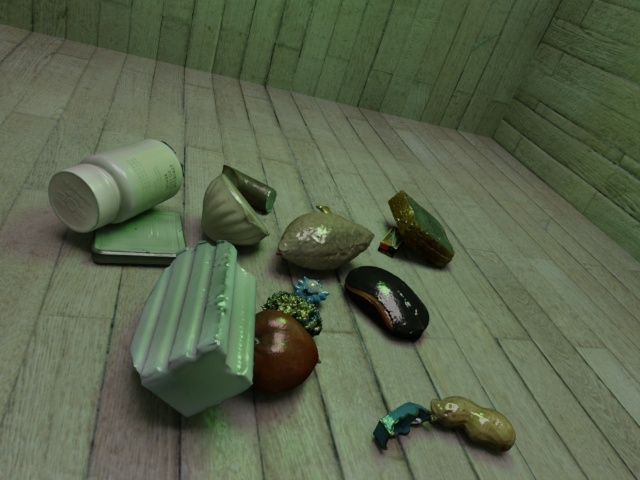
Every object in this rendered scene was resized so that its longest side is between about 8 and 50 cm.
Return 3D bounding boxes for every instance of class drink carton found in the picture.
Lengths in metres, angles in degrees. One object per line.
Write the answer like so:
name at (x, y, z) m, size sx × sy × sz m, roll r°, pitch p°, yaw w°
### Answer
drink carton at (0.293, 0.003, 1.996) m, size 0.071 × 0.056 × 0.165 m, roll 25°, pitch 31°, yaw 15°

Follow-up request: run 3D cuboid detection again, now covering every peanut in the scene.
peanut at (0.392, 0.466, 1.287) m, size 0.227 × 0.086 × 0.104 m, roll 24°, pitch 33°, yaw 10°

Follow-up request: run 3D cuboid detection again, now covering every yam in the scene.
yam at (-0.295, -0.207, 1.948) m, size 0.259 × 0.106 × 0.106 m, roll 26°, pitch 31°, yaw 13°

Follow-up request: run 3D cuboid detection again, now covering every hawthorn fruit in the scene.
hawthorn fruit at (-0.090, 0.283, 1.232) m, size 0.251 × 0.199 × 0.199 m, roll 23°, pitch 25°, yaw -33°

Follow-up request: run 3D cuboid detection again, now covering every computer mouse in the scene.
computer mouse at (0.215, 0.185, 1.608) m, size 0.183 × 0.116 × 0.323 m, roll -20°, pitch 49°, yaw -40°

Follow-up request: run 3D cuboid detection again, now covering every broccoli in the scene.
broccoli at (-0.083, 0.224, 1.382) m, size 0.154 × 0.167 × 0.160 m, roll -1°, pitch 52°, yaw 28°

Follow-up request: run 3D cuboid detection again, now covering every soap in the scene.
soap at (-0.289, 0.179, 1.176) m, size 0.156 × 0.261 × 0.446 m, roll 54°, pitch 15°, yaw -31°

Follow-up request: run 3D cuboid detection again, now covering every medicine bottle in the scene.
medicine bottle at (-0.612, -0.175, 1.528) m, size 0.213 × 0.214 × 0.378 m, roll 26°, pitch 29°, yaw 11°

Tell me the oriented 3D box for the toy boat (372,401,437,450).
toy boat at (0.211, 0.451, 1.216) m, size 0.185 × 0.075 × 0.077 m, roll -9°, pitch 38°, yaw -46°

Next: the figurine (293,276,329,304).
figurine at (-0.037, 0.161, 1.533) m, size 0.114 × 0.079 × 0.114 m, roll 19°, pitch 33°, yaw -13°

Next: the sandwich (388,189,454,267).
sandwich at (0.417, -0.044, 2.026) m, size 0.271 × 0.099 × 0.301 m, roll 32°, pitch 25°, yaw -21°

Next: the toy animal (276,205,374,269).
toy animal at (-0.006, 0.000, 1.703) m, size 0.358 × 0.188 × 0.226 m, roll -7°, pitch 29°, yaw -36°

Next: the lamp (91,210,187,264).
lamp at (-0.562, -0.017, 1.548) m, size 0.269 × 0.047 × 0.266 m, roll 3°, pitch 31°, yaw -24°

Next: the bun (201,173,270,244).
bun at (-0.312, -0.075, 1.663) m, size 0.175 × 0.263 × 0.263 m, roll -36°, pitch 48°, yaw -2°
